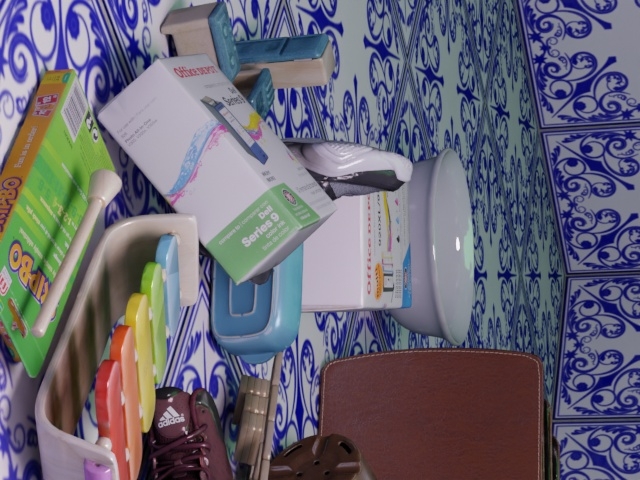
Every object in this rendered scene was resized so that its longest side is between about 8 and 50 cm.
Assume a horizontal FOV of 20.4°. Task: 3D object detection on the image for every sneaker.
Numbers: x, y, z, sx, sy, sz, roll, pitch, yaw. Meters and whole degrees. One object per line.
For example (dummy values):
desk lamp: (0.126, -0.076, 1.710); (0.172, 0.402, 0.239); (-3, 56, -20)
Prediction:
sneaker: (-0.146, 0.228, 1.702); (0.281, 0.106, 0.162); (-66, 146, -79)
sneaker: (-0.036, -0.032, 1.883); (0.101, 0.269, 0.153); (-156, -112, -71)

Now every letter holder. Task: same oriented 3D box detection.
letter holder: (0.159, 0.261, 2.371); (0.152, 0.302, 0.214); (45, 44, -67)

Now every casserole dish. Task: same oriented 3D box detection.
casserole dish: (-0.074, 0.040, 1.951); (0.037, 0.114, 0.188); (21, 67, -52)

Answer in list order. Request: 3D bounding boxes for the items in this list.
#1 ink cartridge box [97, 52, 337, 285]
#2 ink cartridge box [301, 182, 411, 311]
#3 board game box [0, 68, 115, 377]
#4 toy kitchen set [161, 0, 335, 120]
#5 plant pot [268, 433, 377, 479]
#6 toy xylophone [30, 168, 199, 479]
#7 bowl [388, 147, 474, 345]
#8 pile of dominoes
ink cartridge box: (-0.098, -0.073, 1.718); (0.212, 0.093, 0.154); (48, 15, 4)
ink cartridge box: (0.000, 0.000, 2.097); (0.233, 0.168, 0.171); (7, 82, -73)
board game box: (-0.236, -0.016, 1.510); (0.259, 0.039, 0.124); (-80, 160, -45)
toy kitchen set: (-0.075, -0.214, 1.953); (0.207, 0.122, 0.166); (-69, 152, -55)
plant pot: (0.017, 0.332, 2.141); (0.167, 0.167, 0.165); (-73, 148, -50)
toy xylophone: (-0.179, 0.091, 1.539); (0.236, 0.081, 0.322); (90, 10, -51)
bowl: (0.139, 0.013, 2.651); (0.298, 0.134, 0.297); (-3, 90, -75)
pile of dominoes: (-0.084, 0.254, 1.917); (0.251, 0.040, 0.196); (-83, -174, -55)
